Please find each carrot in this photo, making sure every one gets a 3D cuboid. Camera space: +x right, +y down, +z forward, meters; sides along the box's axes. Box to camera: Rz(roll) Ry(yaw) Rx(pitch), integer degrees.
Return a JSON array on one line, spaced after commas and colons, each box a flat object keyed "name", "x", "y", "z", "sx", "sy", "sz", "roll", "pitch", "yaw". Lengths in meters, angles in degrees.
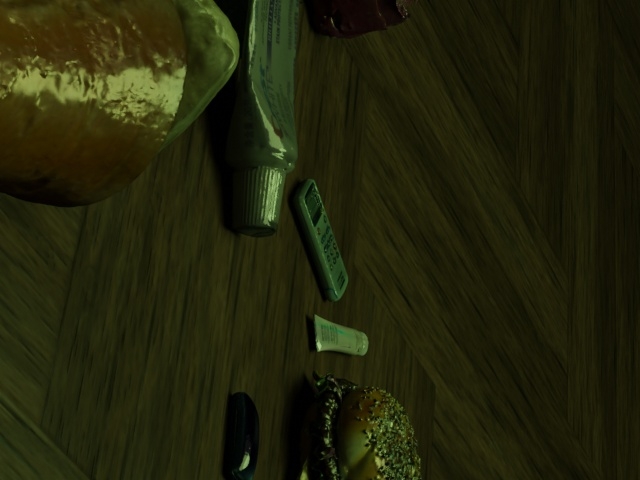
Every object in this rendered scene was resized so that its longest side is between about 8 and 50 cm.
[{"name": "carrot", "x": -0.229, "y": -0.122, "z": 1.225, "sx": 0.254, "sy": 0.196, "sz": 0.196, "roll": 9, "pitch": 72, "yaw": -63}]

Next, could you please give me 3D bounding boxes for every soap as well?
[{"name": "soap", "x": 0.052, "y": -0.343, "z": 2.117, "sx": 0.182, "sy": 0.112, "sz": 0.289, "roll": 51, "pitch": 35, "yaw": -50}]

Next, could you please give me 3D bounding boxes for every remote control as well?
[{"name": "remote control", "x": 0.000, "y": 0.000, "z": 1.951, "sx": 0.053, "sy": 0.018, "sz": 0.124, "roll": -60, "pitch": 135, "yaw": -60}]

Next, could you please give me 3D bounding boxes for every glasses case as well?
[{"name": "glasses case", "x": -0.065, "y": 0.175, "z": 1.695, "sx": 0.033, "sy": 0.023, "sz": 0.083, "roll": 51, "pitch": 35, "yaw": -48}]

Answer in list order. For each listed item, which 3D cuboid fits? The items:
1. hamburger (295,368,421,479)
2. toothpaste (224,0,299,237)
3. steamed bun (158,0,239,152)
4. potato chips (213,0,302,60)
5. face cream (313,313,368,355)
[{"name": "hamburger", "x": 0.043, "y": 0.213, "z": 1.856, "sx": 0.189, "sy": 0.093, "sz": 0.164, "roll": 55, "pitch": 32, "yaw": -50}, {"name": "toothpaste", "x": -0.048, "y": -0.143, "z": 1.793, "sx": 0.099, "sy": 0.068, "sz": 0.282, "roll": 133, "pitch": -36, "yaw": -78}, {"name": "steamed bun", "x": -0.155, "y": -0.135, "z": 1.459, "sx": 0.141, "sy": 0.172, "sz": 0.155, "roll": 46, "pitch": 2, "yaw": -8}, {"name": "potato chips", "x": -0.079, "y": -0.246, "z": 1.820, "sx": 0.228, "sy": 0.059, "sz": 0.167, "roll": 35, "pitch": 54, "yaw": -67}, {"name": "face cream", "x": 0.019, "y": 0.098, "z": 1.948, "sx": 0.115, "sy": 0.020, "sz": 0.038, "roll": 20, "pitch": 63, "yaw": -64}]
